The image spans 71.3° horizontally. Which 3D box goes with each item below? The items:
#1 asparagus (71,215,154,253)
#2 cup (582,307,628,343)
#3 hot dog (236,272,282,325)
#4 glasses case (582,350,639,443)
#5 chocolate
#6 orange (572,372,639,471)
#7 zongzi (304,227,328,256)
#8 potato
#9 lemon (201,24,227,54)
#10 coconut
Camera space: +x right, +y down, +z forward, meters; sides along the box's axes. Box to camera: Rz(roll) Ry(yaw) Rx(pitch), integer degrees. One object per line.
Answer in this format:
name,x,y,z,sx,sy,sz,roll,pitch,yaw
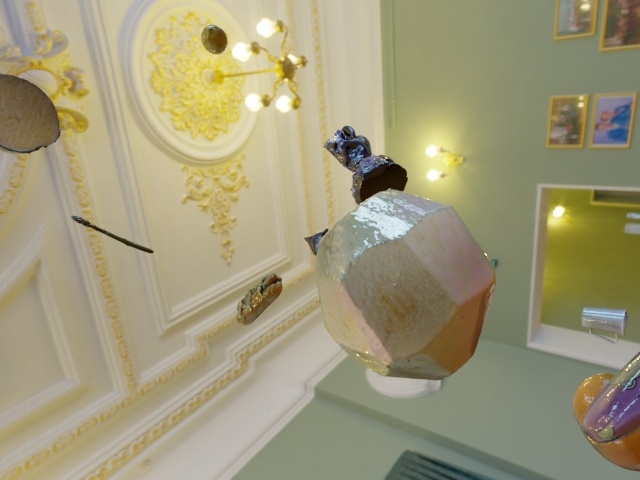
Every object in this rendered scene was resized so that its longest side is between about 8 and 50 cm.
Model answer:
asparagus,-0.412,-0.009,0.888,0.166,0.013,0.016,27,-107,-24
cup,0.864,0.256,1.353,0.074,0.116,0.105,-6,-84,-49
hot dog,-0.221,0.205,1.585,0.072,0.269,0.109,27,-149,-28
glasses case,0.556,0.216,0.733,0.316,0.076,0.123,-37,-33,-9
chocolate,0.101,-0.183,1.066,0.148,0.343,0.126,-9,-58,-8
orange,0.736,0.446,1.097,0.171,0.240,0.240,-48,-27,23
zongzi,0.000,0.000,1.189,0.073,0.083,0.067,-39,-30,11
potato,-0.749,-0.284,1.075,0.182,0.117,0.203,0,-107,-60
lemon,-0.252,-0.476,1.061,0.083,0.062,0.063,70,-146,-79
coconut,0.104,0.061,0.562,0.197,0.236,0.237,-32,-56,-26
